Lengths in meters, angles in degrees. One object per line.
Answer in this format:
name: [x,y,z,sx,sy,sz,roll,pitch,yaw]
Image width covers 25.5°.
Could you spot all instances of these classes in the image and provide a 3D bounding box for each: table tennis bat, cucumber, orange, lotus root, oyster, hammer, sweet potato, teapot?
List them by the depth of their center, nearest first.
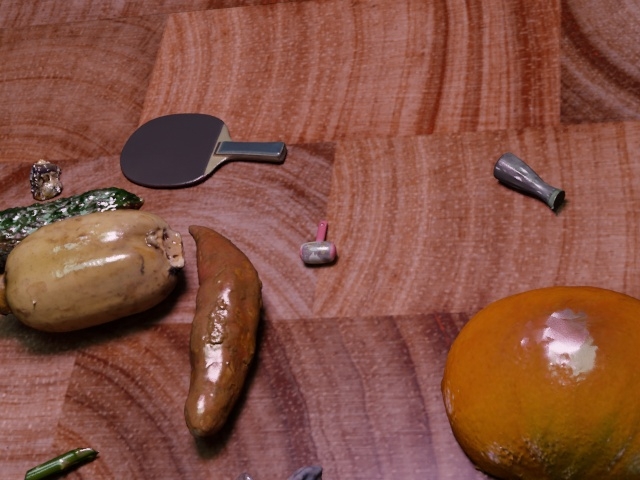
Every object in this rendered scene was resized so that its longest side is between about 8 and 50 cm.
orange: [0.315,0.177,1.719,0.310,0.274,0.274,27,57,-3]
sweet potato: [-0.128,0.108,1.900,0.106,0.095,0.354,-7,50,5]
teapot: [0.294,-0.079,1.977,0.043,0.043,0.111,-40,56,-18]
lotus root: [-0.332,0.043,1.982,0.284,0.146,0.160,-15,38,6]
hammer: [0.000,0.000,2.003,0.052,0.031,0.083,-2,40,11]
cucumber: [-0.431,-0.010,2.094,0.359,0.096,0.096,-10,48,4]
table tennis bat: [-0.182,-0.139,2.178,0.274,0.021,0.154,3,52,21]
oyster: [-0.432,-0.099,2.214,0.054,0.019,0.083,-19,48,1]

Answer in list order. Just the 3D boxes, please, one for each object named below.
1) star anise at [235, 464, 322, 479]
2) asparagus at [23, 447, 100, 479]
star anise: [-0.047,0.372,1.643,0.212,0.129,0.282,-31,43,11]
asparagus: [-0.341,0.294,1.850,0.108,0.025,0.021,-24,68,-9]
